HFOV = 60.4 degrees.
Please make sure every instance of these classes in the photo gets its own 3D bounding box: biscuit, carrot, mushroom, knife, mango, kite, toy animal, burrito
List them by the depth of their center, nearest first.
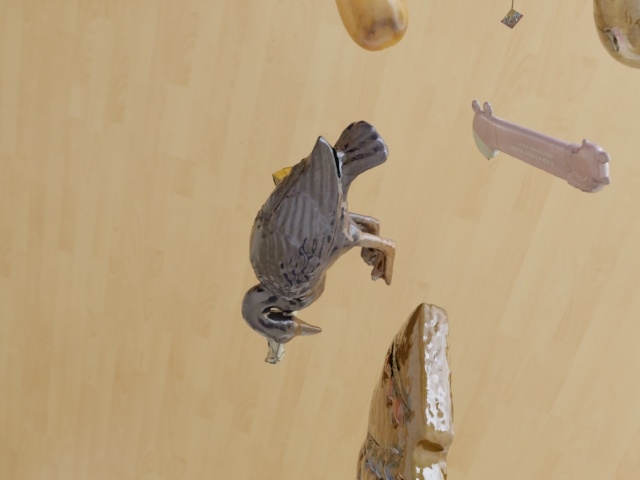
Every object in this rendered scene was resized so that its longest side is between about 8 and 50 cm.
[{"bbox_3d":[0.068,0.199,0.499,0.043,0.278,0.301,7,96,-3],"label":"biscuit"},{"bbox_3d":[0.000,0.000,0.677,0.185,0.122,0.298,-1,125,-17],"label":"toy animal"},{"bbox_3d":[-0.060,0.121,0.919,0.051,0.042,0.171,-7,60,52],"label":"burrito"},{"bbox_3d":[0.078,-0.435,0.955,0.112,0.145,0.219,-20,83,8],"label":"mango"},{"bbox_3d":[0.603,-0.428,0.984,0.184,0.255,0.255,31,120,55],"label":"mushroom"},{"bbox_3d":[0.390,-0.173,1.016,0.038,0.398,0.132,-23,118,-6],"label":"knife"},{"bbox_3d":[0.418,-0.492,1.182,0.044,0.002,0.078,25,94,33],"label":"kite"},{"bbox_3d":[-0.058,-0.101,1.396,0.082,0.082,0.173,-13,114,21],"label":"carrot"}]
